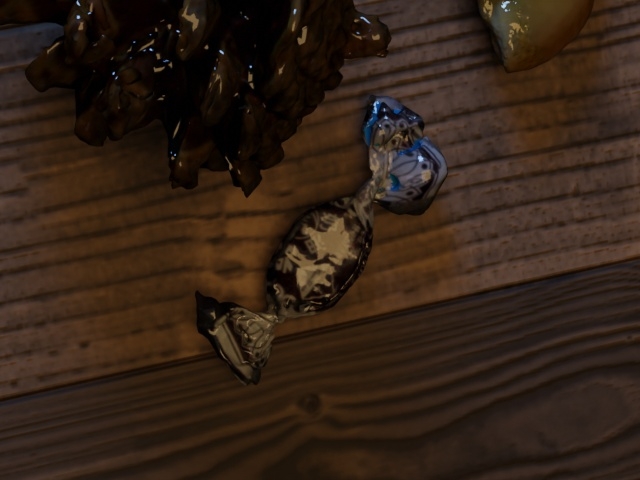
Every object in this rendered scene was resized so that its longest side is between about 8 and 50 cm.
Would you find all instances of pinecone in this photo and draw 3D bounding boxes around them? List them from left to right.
[{"bbox_3d":[-0.085,-0.157,0.878,0.257,0.243,0.243,26,90,27],"label":"pinecone"}]

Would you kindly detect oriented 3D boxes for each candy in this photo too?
[{"bbox_3d":[0.000,0.000,1.001,0.094,0.051,0.226,38,85,-3],"label":"candy"}]

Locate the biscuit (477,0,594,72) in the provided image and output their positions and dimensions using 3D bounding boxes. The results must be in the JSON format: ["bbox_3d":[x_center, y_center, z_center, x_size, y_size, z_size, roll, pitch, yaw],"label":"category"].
[{"bbox_3d":[0.126,-0.276,0.981,0.154,0.045,0.299,-35,109,-23],"label":"biscuit"}]
